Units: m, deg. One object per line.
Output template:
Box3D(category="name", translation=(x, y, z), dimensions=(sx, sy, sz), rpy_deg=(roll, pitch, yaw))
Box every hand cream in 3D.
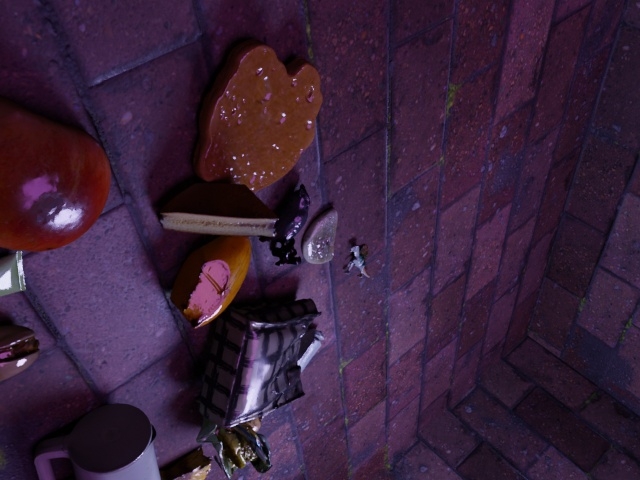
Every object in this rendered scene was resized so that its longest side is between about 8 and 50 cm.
Box3D(category="hand cream", translation=(-0.621, 0.081, 1.067), dimensions=(0.175, 0.046, 0.095), rpy_deg=(-25, 137, -43))

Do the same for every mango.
Box3D(category="mango", translation=(-0.255, 0.084, 1.419), dimensions=(0.252, 0.126, 0.154), rpy_deg=(-55, 135, -8))

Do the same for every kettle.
Box3D(category="kettle", translation=(-0.541, 0.584, 1.517), dimensions=(0.205, 0.264, 0.318), rpy_deg=(-62, 163, -49))

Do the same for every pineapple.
Box3D(category="pineapple", translation=(-0.446, 0.751, 1.852), dimensions=(0.233, 0.079, 0.135), rpy_deg=(-19, 126, -30))

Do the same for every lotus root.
Box3D(category="lotus root", translation=(-0.240, 0.614, 1.971), dimensions=(0.151, 0.063, 0.072), rpy_deg=(-26, 129, -27))

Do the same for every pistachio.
Box3D(category="pistachio", translation=(-0.617, 0.218, 1.147), dimensions=(0.149, 0.113, 0.113), rpy_deg=(-5, 125, -55))

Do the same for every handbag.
Box3D(category="handbag", translation=(-0.163, 0.332, 1.688), dimensions=(0.326, 0.162, 0.326), rpy_deg=(-2, 109, -52))

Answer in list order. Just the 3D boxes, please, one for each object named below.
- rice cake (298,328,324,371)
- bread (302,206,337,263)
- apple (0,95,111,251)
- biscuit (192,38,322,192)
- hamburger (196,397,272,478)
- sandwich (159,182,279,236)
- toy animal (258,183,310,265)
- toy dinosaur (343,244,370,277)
Box3D(category="rice cake", translation=(-0.105, 0.430, 1.956), dimensions=(0.336, 0.063, 0.066), rpy_deg=(-51, 149, -1))
Box3D(category="bread", translation=(-0.003, 0.004, 1.710), dimensions=(0.112, 0.036, 0.193), rpy_deg=(-24, 137, -33))
Box3D(category="apple", translation=(-0.476, -0.080, 0.982), dimensions=(0.293, 0.163, 0.251), rpy_deg=(20, 104, -53))
Box3D(category="biscuit", translation=(-0.130, -0.263, 1.302), dimensions=(0.312, 0.057, 0.352), rpy_deg=(-17, 135, -40))
Box3D(category="hamburger", translation=(-0.265, 0.594, 1.749), dimensions=(0.150, 0.276, 0.261), rpy_deg=(-37, 150, -24))
Box3D(category="sandwich", translation=(-0.217, -0.068, 1.292), dimensions=(0.257, 0.096, 0.094), rpy_deg=(4, 155, -4))
Box3D(category="toy animal", translation=(-0.094, -0.047, 1.543), dimensions=(0.117, 0.121, 0.210), rpy_deg=(9, 102, -4))
Box3D(category="toy dinosaur", translation=(0.131, 0.064, 1.920), dimensions=(0.187, 0.044, 0.106), rpy_deg=(12, 96, -52))
